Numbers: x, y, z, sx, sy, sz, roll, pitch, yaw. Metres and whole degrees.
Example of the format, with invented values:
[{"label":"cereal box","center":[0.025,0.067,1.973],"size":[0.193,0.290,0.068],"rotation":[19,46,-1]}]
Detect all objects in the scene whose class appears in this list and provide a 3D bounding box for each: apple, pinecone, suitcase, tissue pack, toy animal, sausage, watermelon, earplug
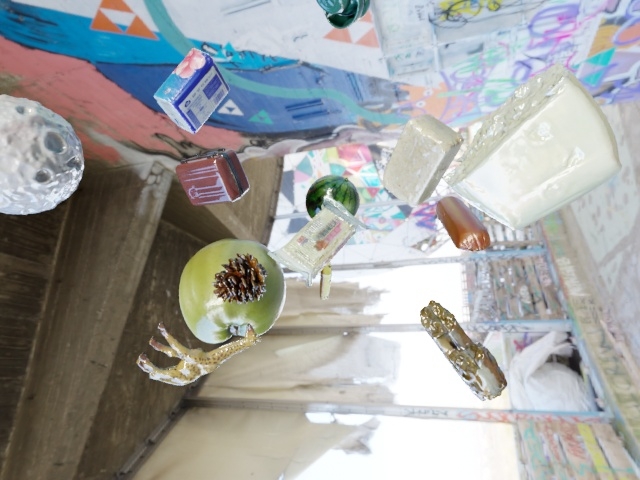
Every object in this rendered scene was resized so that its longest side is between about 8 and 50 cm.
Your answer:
[{"label":"apple","center":[-0.305,0.173,1.444],"size":[0.312,0.320,0.360],"rotation":[35,-148,-44]},{"label":"pinecone","center":[-0.244,0.122,1.235],"size":[0.173,0.174,0.173],"rotation":[-5,-90,-72]},{"label":"suitcase","center":[-0.491,-0.284,1.858],"size":[0.161,0.297,0.236],"rotation":[-50,-51,-48]},{"label":"tissue pack","center":[-0.527,-0.612,1.678],"size":[0.269,0.137,0.209],"rotation":[-58,-25,-13]},{"label":"toy animal","center":[-0.280,0.262,0.941],"size":[0.054,0.276,0.149],"rotation":[174,100,-81]},{"label":"sausage","center":[0.442,-0.060,1.288],"size":[0.348,0.097,0.093],"rotation":[-86,-10,-66]},{"label":"watermelon","center":[0.054,-0.172,1.779],"size":[0.242,0.243,0.242],"rotation":[-5,-90,-72]},{"label":"earplug","center":[0.090,-0.859,1.389],"size":[0.280,0.164,0.257],"rotation":[-34,-17,-46]}]

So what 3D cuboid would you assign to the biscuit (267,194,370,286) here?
[{"label":"biscuit","center":[-0.003,-0.003,1.308],"size":[0.309,0.186,0.079],"rotation":[-44,-19,-21]}]

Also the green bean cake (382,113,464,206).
[{"label":"green bean cake","center":[0.214,-0.170,0.879],"size":[0.085,0.109,0.179],"rotation":[-31,-24,-37]}]

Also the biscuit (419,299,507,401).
[{"label":"biscuit","center":[0.466,0.368,1.315],"size":[0.268,0.115,0.366],"rotation":[52,-175,-27]}]

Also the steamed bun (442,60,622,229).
[{"label":"steamed bun","center":[0.325,-0.138,0.658],"size":[0.200,0.225,0.170],"rotation":[45,-150,-14]}]

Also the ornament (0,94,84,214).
[{"label":"ornament","center":[-0.855,-0.239,1.164],"size":[0.337,0.337,0.336],"rotation":[-5,-90,-72]}]

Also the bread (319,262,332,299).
[{"label":"bread","center":[0.023,0.197,1.977],"size":[0.226,0.049,0.088],"rotation":[96,171,-52]}]
